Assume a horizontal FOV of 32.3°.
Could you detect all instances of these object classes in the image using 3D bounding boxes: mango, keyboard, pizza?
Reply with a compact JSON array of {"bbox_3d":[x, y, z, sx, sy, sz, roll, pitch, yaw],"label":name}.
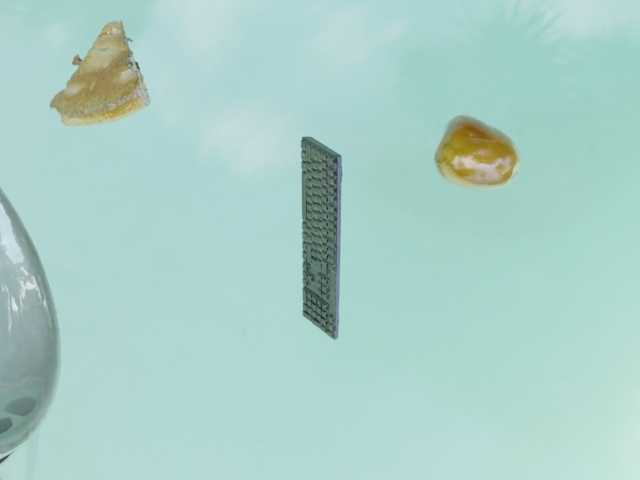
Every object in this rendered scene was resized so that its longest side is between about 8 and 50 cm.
[{"bbox_3d":[0.140,-0.076,1.006,0.114,0.080,0.060,-6,127,-61],"label":"mango"},{"bbox_3d":[0.000,0.000,1.097,0.013,0.061,0.204,-17,122,-30],"label":"keyboard"},{"bbox_3d":[-0.308,-0.244,1.621,0.069,0.154,0.193,53,32,-45],"label":"pizza"}]

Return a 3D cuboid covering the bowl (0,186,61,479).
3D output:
[{"bbox_3d":[-0.247,0.048,0.511,0.354,0.185,0.354,58,17,-30],"label":"bowl"}]
